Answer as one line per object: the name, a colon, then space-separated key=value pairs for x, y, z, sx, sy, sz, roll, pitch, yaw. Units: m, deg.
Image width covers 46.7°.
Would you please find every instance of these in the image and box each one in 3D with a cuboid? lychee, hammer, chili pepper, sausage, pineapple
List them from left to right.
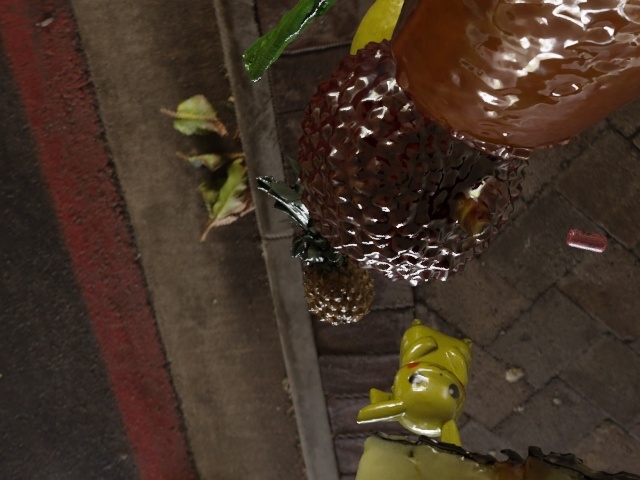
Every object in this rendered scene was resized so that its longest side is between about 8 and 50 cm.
chili pepper: x=-0.038 y=-0.437 z=1.405 sx=0.077 sy=0.084 sz=0.359 roll=13 pitch=143 yaw=-34
pineapple: x=0.000 y=0.000 z=1.086 sx=0.119 sy=0.130 sz=0.277 roll=-23 pitch=132 yaw=-5
lychee: x=0.104 y=-0.085 z=0.806 sx=0.265 sy=0.300 sz=0.264 roll=-15 pitch=132 yaw=-17
sausage: x=0.128 y=-0.146 z=0.380 sx=0.141 sy=0.153 sz=0.268 roll=18 pitch=160 yaw=-3
hammer: x=0.577 y=0.000 z=1.604 sx=0.083 sy=0.043 sz=0.043 roll=12 pitch=116 yaw=13

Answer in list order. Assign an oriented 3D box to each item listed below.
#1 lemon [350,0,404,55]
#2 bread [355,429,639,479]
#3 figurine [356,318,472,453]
lemon: x=0.222 y=-0.365 z=1.512 sx=0.348 sy=0.348 sz=0.347 roll=4 pitch=115 yaw=8
bread: x=0.157 y=0.320 z=0.639 sx=0.346 sy=0.242 sz=0.404 roll=19 pitch=97 yaw=42
figurine: x=0.214 y=0.304 z=1.554 sx=0.218 sy=0.326 sz=0.169 roll=19 pitch=115 yaw=6
